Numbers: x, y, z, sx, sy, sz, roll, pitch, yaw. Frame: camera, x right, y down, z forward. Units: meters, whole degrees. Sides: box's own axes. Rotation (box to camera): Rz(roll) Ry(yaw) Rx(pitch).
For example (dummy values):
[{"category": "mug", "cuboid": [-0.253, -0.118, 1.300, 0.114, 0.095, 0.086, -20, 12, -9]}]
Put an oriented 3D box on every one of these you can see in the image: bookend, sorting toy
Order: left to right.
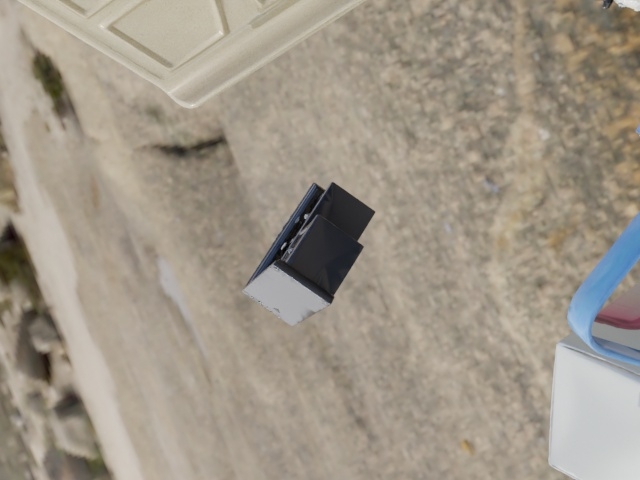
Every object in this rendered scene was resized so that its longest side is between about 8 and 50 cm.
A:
[{"category": "sorting toy", "cuboid": [-0.058, -0.220, 0.788, 0.229, 0.307, 0.041, 33, -141, -43]}, {"category": "bookend", "cuboid": [0.000, 0.000, 1.282, 0.072, 0.156, 0.157, 35, 162, -6]}]

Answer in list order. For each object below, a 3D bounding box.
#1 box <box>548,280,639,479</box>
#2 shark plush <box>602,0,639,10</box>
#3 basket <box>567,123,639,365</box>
[{"category": "box", "cuboid": [0.334, 0.128, 1.124, 0.126, 0.232, 0.149, 24, 128, 39]}, {"category": "shark plush", "cuboid": [0.435, -0.344, 1.619, 0.073, 0.161, 0.067, 36, -134, -64]}, {"category": "basket", "cuboid": [0.337, -0.014, 0.893, 0.289, 0.254, 0.201, -57, 41, 16]}]
